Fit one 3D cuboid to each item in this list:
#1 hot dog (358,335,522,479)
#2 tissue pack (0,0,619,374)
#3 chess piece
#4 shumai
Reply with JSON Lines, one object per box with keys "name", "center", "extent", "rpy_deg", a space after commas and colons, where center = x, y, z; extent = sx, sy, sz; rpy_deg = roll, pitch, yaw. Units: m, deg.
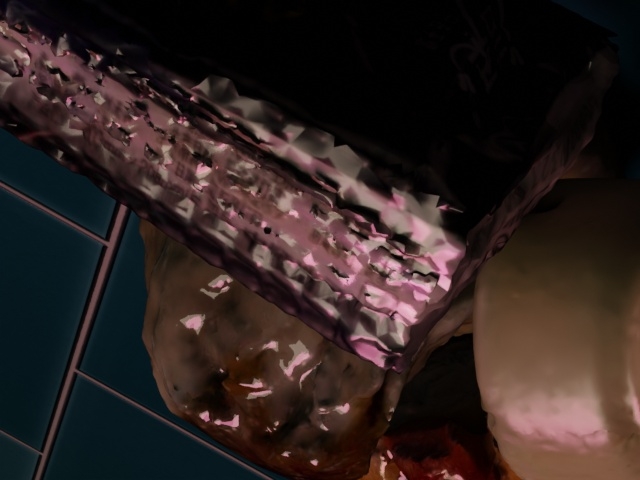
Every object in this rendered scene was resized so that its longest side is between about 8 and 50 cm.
{"name": "hot dog", "center": [0.205, 0.251, 1.194], "extent": [0.367, 0.196, 0.365], "rpy_deg": [-15, 112, 54]}
{"name": "tissue pack", "center": [-0.033, -0.108, 0.804], "extent": [0.332, 0.245, 0.123], "rpy_deg": [32, 131, 9]}
{"name": "chess piece", "center": [0.299, 0.049, 0.789], "extent": [0.442, 0.234, 0.234], "rpy_deg": [1, 142, 33]}
{"name": "shumai", "center": [0.000, 0.000, 0.992], "extent": [0.309, 0.263, 0.304], "rpy_deg": [11, 150, 30]}
